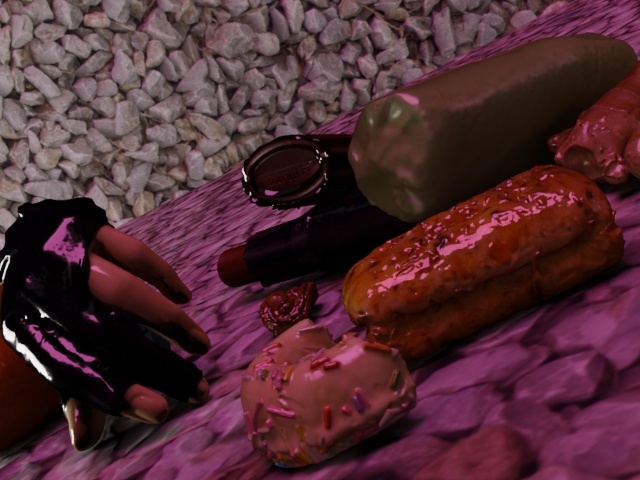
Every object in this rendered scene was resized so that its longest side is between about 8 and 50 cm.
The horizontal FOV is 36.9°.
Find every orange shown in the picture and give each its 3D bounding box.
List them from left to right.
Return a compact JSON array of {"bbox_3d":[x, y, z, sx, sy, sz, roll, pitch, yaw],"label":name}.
[{"bbox_3d":[-0.392,0.148,1.094,0.240,0.171,0.240,-25,13,6],"label":"orange"}]

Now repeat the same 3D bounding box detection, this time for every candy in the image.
[{"bbox_3d":[0.184,-0.127,0.970,0.343,0.142,0.132,-21,27,-34],"label":"candy"}]

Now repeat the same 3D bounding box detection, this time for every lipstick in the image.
[{"bbox_3d":[0.000,0.000,1.078,0.300,0.081,0.081,-16,16,38],"label":"lipstick"}]

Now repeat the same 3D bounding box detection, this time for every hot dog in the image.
[{"bbox_3d":[-0.030,0.067,0.965,0.058,0.035,0.083,-21,12,14],"label":"hot dog"}]

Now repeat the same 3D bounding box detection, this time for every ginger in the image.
[{"bbox_3d":[0.287,-0.106,0.903,0.115,0.081,0.205,-40,7,41],"label":"ginger"}]

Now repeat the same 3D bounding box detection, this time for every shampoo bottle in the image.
[{"bbox_3d":[0.039,-0.093,1.194,0.129,0.084,0.323,-17,-2,31],"label":"shampoo bottle"}]

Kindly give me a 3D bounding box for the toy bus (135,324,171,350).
[{"bbox_3d":[-0.219,0.111,1.100,0.092,0.079,0.160,-29,10,-8],"label":"toy bus"}]

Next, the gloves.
[{"bbox_3d":[-0.224,0.081,0.926,0.301,0.197,0.152,32,16,32],"label":"gloves"}]

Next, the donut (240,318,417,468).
[{"bbox_3d":[-0.009,0.103,0.671,0.108,0.065,0.166,-30,11,-12],"label":"donut"}]

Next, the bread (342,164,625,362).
[{"bbox_3d":[0.118,0.017,0.731,0.211,0.083,0.114,-28,15,3],"label":"bread"}]
